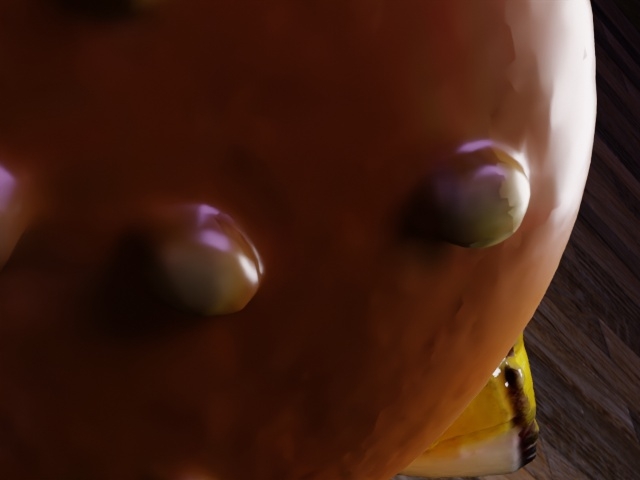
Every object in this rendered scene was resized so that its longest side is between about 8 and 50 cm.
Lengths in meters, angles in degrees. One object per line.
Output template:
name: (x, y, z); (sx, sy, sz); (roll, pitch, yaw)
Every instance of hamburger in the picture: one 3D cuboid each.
hamburger: (-0.091, -0.070, 0.653); (0.396, 0.396, 0.277); (45, 12, -31)

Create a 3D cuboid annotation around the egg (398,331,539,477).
egg: (0.000, 0.000, 1.078); (0.337, 0.201, 0.337); (-12, 90, -89)
